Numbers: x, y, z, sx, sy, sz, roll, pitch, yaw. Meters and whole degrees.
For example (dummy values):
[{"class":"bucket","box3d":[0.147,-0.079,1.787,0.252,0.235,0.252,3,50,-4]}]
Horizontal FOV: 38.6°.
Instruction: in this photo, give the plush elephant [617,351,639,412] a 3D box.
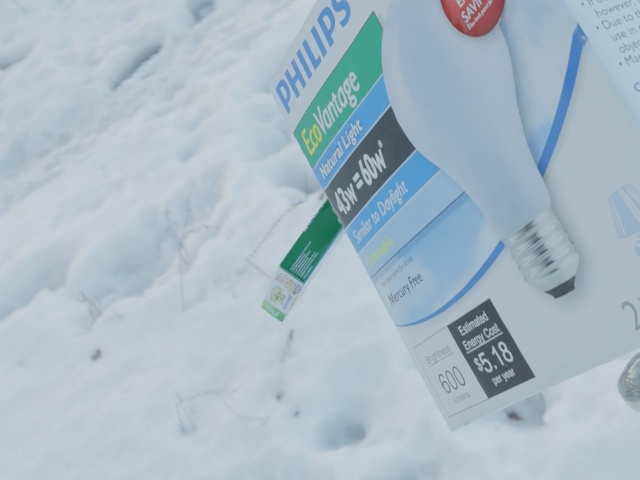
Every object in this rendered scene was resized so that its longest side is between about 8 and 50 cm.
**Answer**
[{"class":"plush elephant","box3d":[0.513,0.201,0.914,0.272,0.330,0.255,-43,34,24]}]

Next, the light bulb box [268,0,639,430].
[{"class":"light bulb box","box3d":[0.174,-0.092,0.708,0.225,0.358,0.361,-21,76,-28]}]

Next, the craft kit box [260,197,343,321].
[{"class":"craft kit box","box3d":[0.000,0.000,1.556,0.061,0.247,0.250,34,68,5]}]
